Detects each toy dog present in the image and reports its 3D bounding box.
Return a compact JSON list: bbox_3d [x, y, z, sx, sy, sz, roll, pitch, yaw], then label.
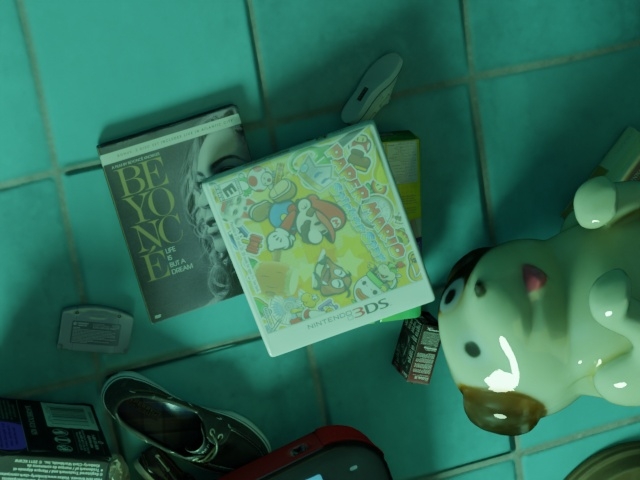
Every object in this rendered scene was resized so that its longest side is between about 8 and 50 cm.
[{"bbox_3d":[0.337,0.078,1.588,0.407,0.395,0.285,-6,69,-1],"label":"toy dog"}]

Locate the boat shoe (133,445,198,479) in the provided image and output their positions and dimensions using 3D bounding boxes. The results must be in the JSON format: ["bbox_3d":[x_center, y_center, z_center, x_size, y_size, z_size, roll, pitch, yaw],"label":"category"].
[{"bbox_3d":[-0.168,0.293,1.658,0.038,0.046,0.125,-44,104,5],"label":"boat shoe"}]

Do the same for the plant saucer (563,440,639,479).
[{"bbox_3d":[0.422,0.404,1.862,0.277,0.041,0.278,-4,108,-14],"label":"plant saucer"}]

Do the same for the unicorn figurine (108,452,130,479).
[{"bbox_3d":[-0.238,0.315,1.642,0.162,0.060,0.111,32,95,-38],"label":"unicorn figurine"}]

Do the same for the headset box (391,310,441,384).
[{"bbox_3d":[0.117,0.133,1.681,0.032,0.062,0.083,10,102,-18],"label":"headset box"}]

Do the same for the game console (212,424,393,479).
[{"bbox_3d":[-0.069,0.420,1.688,0.386,0.060,0.342,-25,120,-7],"label":"game console"}]

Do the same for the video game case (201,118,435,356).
[{"bbox_3d":[0.000,0.000,1.575,0.206,0.026,0.227,-20,107,3],"label":"video game case"}]

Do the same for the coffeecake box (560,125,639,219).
[{"bbox_3d":[0.416,-0.029,1.715,0.185,0.068,0.142,35,95,-22],"label":"coffeecake box"}]

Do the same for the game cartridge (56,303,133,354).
[{"bbox_3d":[-0.259,0.102,1.589,0.083,0.017,0.056,7,107,-18],"label":"game cartridge"}]

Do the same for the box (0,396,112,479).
[{"bbox_3d":[-0.334,0.331,1.554,0.143,0.165,0.270,8,104,-19],"label":"box"}]

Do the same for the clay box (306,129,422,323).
[{"bbox_3d":[0.053,-0.012,1.624,0.127,0.053,0.222,-5,109,-11],"label":"clay box"}]

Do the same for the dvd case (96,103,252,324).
[{"bbox_3d":[-0.146,-0.029,1.582,0.164,0.018,0.221,-18,110,-10],"label":"dvd case"}]

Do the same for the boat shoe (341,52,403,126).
[{"bbox_3d":[0.065,-0.170,1.596,0.100,0.035,0.035,-55,139,1],"label":"boat shoe"}]

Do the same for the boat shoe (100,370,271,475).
[{"bbox_3d":[-0.152,0.225,1.623,0.228,0.076,0.080,33,95,-22],"label":"boat shoe"}]
